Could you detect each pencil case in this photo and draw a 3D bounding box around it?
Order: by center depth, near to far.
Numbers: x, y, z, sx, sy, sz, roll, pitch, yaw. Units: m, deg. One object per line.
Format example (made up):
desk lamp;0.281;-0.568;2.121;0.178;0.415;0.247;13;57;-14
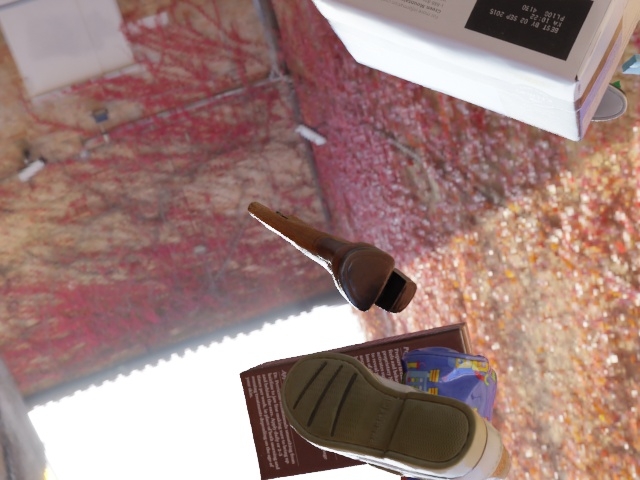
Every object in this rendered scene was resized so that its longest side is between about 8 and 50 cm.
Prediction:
pencil case;0.168;0.292;1.072;0.133;0.306;0.119;1;169;-3

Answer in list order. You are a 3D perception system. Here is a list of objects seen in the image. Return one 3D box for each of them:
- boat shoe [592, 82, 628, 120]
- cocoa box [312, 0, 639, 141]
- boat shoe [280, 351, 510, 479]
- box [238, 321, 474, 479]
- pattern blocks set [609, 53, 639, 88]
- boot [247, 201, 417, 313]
boat shoe;0.438;-0.254;1.404;0.065;0.075;0.206;-25;-150;-33
cocoa box;0.204;-0.307;1.018;0.347;0.231;0.228;25;178;22
boat shoe;0.074;0.211;0.931;0.302;0.103;0.113;13;-112;50
box;0.075;0.266;1.376;0.381;0.191;0.143;-12;176;15
pattern blocks set;0.453;-0.321;1.582;0.325;0.026;0.285;4;162;-24
boot;0.000;0.000;1.303;0.280;0.096;0.264;34;-171;26
